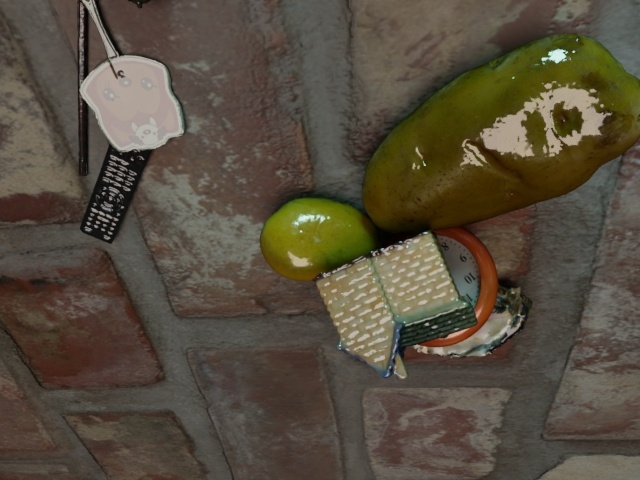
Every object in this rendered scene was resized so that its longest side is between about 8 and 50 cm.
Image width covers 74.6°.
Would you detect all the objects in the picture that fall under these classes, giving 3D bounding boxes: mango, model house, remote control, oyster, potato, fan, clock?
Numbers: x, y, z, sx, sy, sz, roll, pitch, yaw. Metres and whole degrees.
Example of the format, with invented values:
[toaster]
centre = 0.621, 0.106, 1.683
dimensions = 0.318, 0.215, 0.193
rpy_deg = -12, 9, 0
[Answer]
[mango]
centre = 0.000, 0.000, 0.679
dimensions = 0.194, 0.138, 0.098
rpy_deg = 6, 164, -3
[model house]
centre = 0.116, 0.099, 0.603
dimensions = 0.182, 0.166, 0.172
rpy_deg = -27, 75, 16
[remote control]
centre = -0.343, -0.093, 0.706
dimensions = 0.063, 0.025, 0.245
rpy_deg = 30, 118, -14
[oyster]
centre = 0.239, 0.121, 0.757
dimensions = 0.259, 0.092, 0.198
rpy_deg = -2, 120, 26
[potato]
centre = 0.219, -0.123, 0.577
dimensions = 0.368, 0.177, 0.195
rpy_deg = -25, 150, 25
[fan]
centre = -0.287, -0.238, 0.609
dimensions = 0.131, 0.009, 0.220
rpy_deg = -18, 116, -2
[clock]
centre = 0.181, 0.069, 0.686
dimensions = 0.205, 0.205, 0.051
rpy_deg = -33, 157, 21

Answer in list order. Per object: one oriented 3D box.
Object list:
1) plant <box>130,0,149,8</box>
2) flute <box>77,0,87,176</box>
[plant]
centre = -0.244, -0.355, 0.507
dimensions = 0.143, 0.094, 0.092
rpy_deg = 37, 103, -4
[flute]
centre = -0.362, -0.217, 0.639
dimensions = 0.014, 0.014, 0.270
rpy_deg = 16, 121, -5
